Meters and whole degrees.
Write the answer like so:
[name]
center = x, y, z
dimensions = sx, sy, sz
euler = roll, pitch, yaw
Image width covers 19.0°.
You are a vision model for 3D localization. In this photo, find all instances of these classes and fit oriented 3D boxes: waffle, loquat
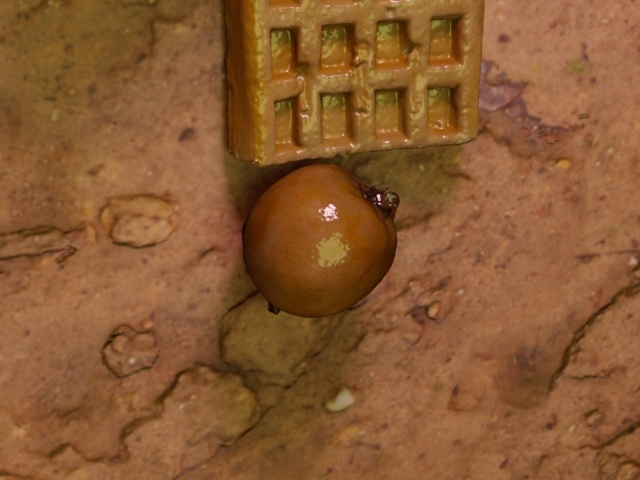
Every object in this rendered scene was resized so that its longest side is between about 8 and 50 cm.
[waffle]
center = 0.035, -0.189, 1.760
dimensions = 0.248, 0.055, 0.221
euler = -7, 111, -18
[loquat]
center = 0.000, 0.000, 1.765
dimensions = 0.163, 0.137, 0.163
euler = -31, 152, -19
